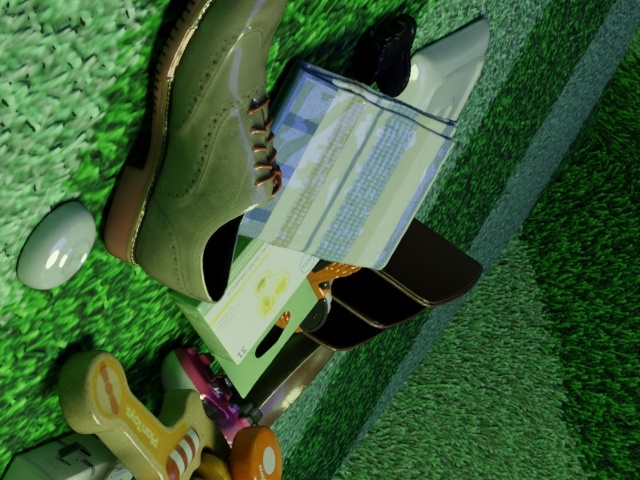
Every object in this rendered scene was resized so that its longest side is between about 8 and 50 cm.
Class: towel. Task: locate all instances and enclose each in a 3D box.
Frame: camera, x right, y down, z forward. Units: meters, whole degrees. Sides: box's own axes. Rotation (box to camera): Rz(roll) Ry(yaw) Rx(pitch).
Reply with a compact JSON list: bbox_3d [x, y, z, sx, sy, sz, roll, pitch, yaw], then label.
[{"bbox_3d":[0.024,-0.078,1.372,0.285,0.034,0.209,15,108,-46],"label":"towel"}]

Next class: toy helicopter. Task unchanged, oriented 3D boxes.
[{"bbox_3d":[-0.179,0.247,1.285,0.355,0.140,0.235,59,33,-44],"label":"toy helicopter"}]

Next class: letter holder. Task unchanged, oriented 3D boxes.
[{"bbox_3d":[0.098,0.071,1.813,0.152,0.214,0.302,-62,165,19],"label":"letter holder"}]

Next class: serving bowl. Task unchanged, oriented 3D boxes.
[{"bbox_3d":[-0.215,0.009,1.017,0.083,0.027,0.083,-52,166,-18],"label":"serving bowl"}]

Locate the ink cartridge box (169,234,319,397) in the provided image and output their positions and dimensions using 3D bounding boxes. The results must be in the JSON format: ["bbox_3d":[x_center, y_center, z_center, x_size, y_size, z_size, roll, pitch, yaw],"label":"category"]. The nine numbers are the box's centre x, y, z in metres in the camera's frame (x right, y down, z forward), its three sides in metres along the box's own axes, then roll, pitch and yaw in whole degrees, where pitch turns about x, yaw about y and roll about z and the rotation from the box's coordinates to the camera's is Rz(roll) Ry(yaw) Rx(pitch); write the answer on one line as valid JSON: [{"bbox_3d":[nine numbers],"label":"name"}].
[{"bbox_3d":[-0.067,0.074,1.439,0.171,0.056,0.235,-52,141,-21],"label":"ink cartridge box"}]

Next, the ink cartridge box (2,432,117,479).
[{"bbox_3d":[-0.287,0.266,1.283,0.099,0.056,0.135,-58,166,12],"label":"ink cartridge box"}]

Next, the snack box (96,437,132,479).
[{"bbox_3d":[-0.255,0.276,1.454,0.141,0.037,0.100,-59,167,9],"label":"snack box"}]

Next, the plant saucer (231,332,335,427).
[{"bbox_3d":[-0.074,0.230,1.856,0.310,0.050,0.310,-45,170,-10],"label":"plant saucer"}]

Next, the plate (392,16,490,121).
[{"bbox_3d":[0.156,-0.181,1.804,0.277,0.045,0.278,-37,156,-55],"label":"plate"}]

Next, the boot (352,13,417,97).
[{"bbox_3d":[0.074,-0.210,1.465,0.099,0.045,0.121,-45,155,-46],"label":"boot"}]

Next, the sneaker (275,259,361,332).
[{"bbox_3d":[0.000,0.000,1.578,0.262,0.099,0.121,-54,-155,41],"label":"sneaker"}]

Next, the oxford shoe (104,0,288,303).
[{"bbox_3d":[-0.073,-0.099,1.041,0.123,0.130,0.348,-38,157,-52],"label":"oxford shoe"}]

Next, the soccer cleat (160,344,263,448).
[{"bbox_3d":[-0.154,0.245,1.543,0.143,0.116,0.331,-33,150,-3],"label":"soccer cleat"}]
